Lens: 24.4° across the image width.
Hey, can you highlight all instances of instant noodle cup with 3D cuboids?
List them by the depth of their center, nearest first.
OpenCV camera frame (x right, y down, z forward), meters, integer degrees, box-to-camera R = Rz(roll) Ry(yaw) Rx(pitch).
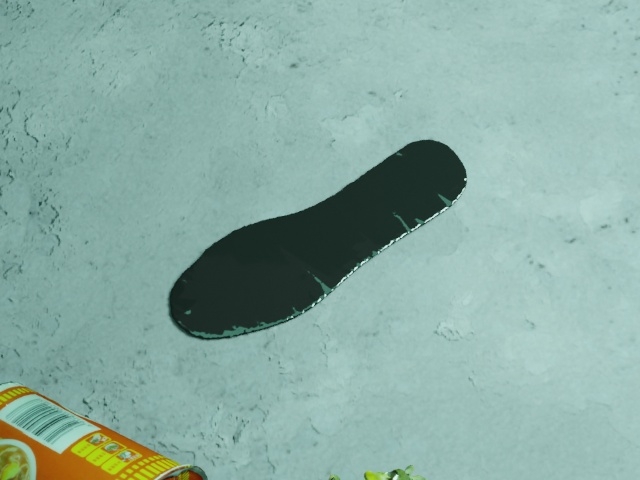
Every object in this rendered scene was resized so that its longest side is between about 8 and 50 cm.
[{"bbox_3d":[-0.246,0.242,1.392,0.212,0.193,0.193,30,72,23],"label":"instant noodle cup"}]

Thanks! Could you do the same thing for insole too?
[{"bbox_3d":[0.000,0.000,1.556,0.348,0.009,0.119,-31,70,-9],"label":"insole"}]

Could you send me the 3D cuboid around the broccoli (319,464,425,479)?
[{"bbox_3d":[0.038,0.337,1.361,0.180,0.273,0.242,-19,70,45],"label":"broccoli"}]
